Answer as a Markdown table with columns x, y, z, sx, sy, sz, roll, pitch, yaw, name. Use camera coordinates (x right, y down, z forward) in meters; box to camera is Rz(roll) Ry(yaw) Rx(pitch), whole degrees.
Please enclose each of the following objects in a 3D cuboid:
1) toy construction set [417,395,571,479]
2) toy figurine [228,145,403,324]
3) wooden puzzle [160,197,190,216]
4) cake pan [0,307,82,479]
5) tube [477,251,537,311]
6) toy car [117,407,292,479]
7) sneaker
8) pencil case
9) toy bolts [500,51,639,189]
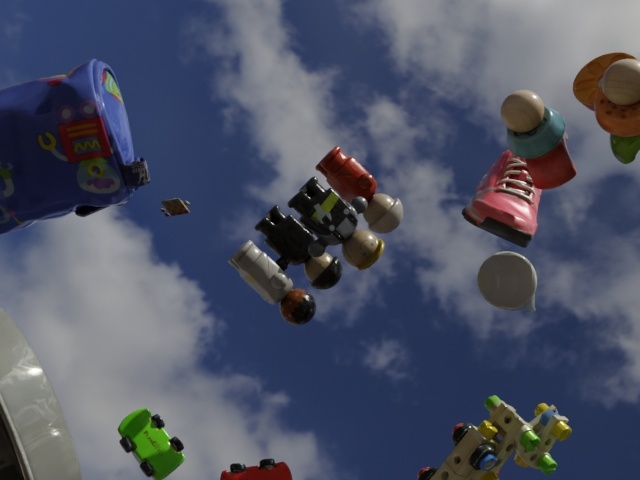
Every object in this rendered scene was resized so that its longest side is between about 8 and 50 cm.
| x | y | z | sx | sy | sz | roll | pitch | yaw | name |
| --- | --- | --- | --- | --- | --- | --- | --- | --- | --- |
| 0.301 | 0.421 | 1.258 | 0.151 | 0.215 | 0.328 | 23 | -94 | 51 | toy construction set |
| 0.000 | 0.000 | 0.969 | 0.148 | 0.209 | 0.213 | 44 | -65 | -8 | toy figurine |
| -0.333 | -0.077 | 1.628 | 0.083 | 0.049 | 0.006 | -8 | -133 | 23 | wooden puzzle |
| -0.325 | 0.187 | 0.723 | 0.293 | 0.054 | 0.293 | 25 | -55 | 41 | cake pan |
| 0.223 | 0.052 | 0.849 | 0.062 | 0.240 | 0.070 | -10 | -99 | 14 | tube |
| -0.187 | 0.323 | 0.952 | 0.225 | 0.239 | 0.053 | 47 | -28 | 13 | toy car |
| 0.320 | -0.096 | 1.193 | 0.116 | 0.314 | 0.136 | 24 | -65 | 3 | sneaker |
| -0.303 | -0.055 | 0.616 | 0.306 | 0.119 | 0.133 | -17 | -61 | -3 | pencil case |
| 0.368 | -0.205 | 1.021 | 0.228 | 0.158 | 0.218 | -25 | -132 | 24 | toy bolts |
